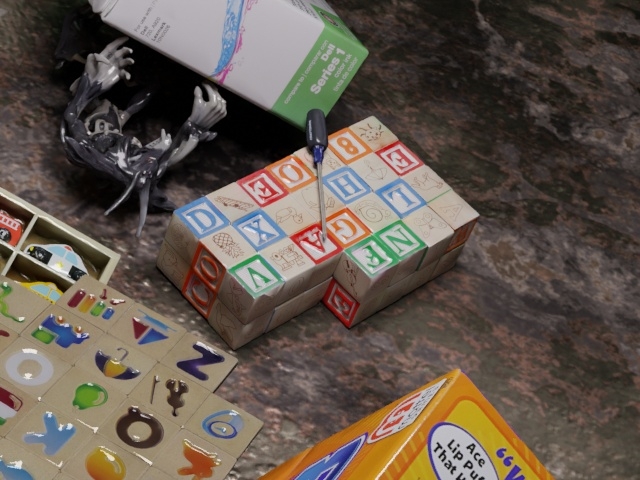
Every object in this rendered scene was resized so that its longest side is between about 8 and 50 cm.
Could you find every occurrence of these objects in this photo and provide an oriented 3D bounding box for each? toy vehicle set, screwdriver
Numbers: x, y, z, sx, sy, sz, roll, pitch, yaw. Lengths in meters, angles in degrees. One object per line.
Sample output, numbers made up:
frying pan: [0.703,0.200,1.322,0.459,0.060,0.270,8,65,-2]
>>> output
toy vehicle set: [-0.340,0.018,1.664,0.267,0.035,0.166,30,53,-11]
screwdriver: [-0.004,-0.068,1.826,0.025,0.024,0.170,-7,53,11]

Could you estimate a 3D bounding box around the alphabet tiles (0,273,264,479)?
alphabet tiles: [-0.219,0.155,1.526,0.285,0.011,0.342,28,38,9]

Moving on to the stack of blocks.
stack of blocks: [0.000,0.000,1.837,0.297,0.087,0.171,-27,63,-38]

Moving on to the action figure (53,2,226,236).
action figure: [-0.197,-0.140,1.844,0.164,0.141,0.275,28,31,-39]

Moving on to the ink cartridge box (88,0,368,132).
ink cartridge box: [-0.113,-0.255,1.899,0.278,0.117,0.201,27,16,-30]

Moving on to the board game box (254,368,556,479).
board game box: [0.020,0.378,1.234,0.356,0.356,0.356,50,47,-5]

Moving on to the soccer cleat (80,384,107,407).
soccer cleat: [-0.204,0.235,1.527,0.116,0.108,0.318,18,42,-2]
